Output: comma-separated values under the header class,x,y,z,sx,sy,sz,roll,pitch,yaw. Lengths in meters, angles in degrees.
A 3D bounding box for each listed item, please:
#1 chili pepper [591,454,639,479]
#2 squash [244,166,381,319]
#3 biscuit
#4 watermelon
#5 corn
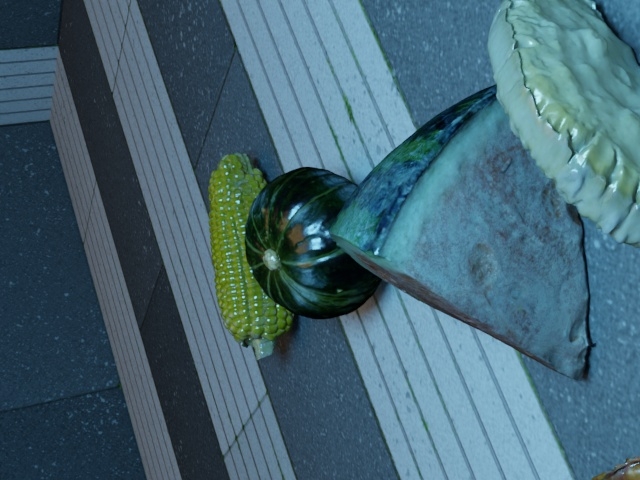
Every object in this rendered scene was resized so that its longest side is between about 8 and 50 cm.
class,x,y,z,sx,sy,sz,roll,pitch,yaw
chili pepper,0.266,0.332,0.807,0.229,0.251,0.305,-19,78,27
squash,-0.004,0.004,1.354,0.218,0.173,0.218,19,112,57
biscuit,0.224,-0.104,0.834,0.084,0.179,0.281,-42,67,38
watermelon,0.124,0.015,0.995,0.283,0.251,0.292,124,134,-64
corn,-0.119,0.025,1.676,0.130,0.130,0.346,157,104,-65
